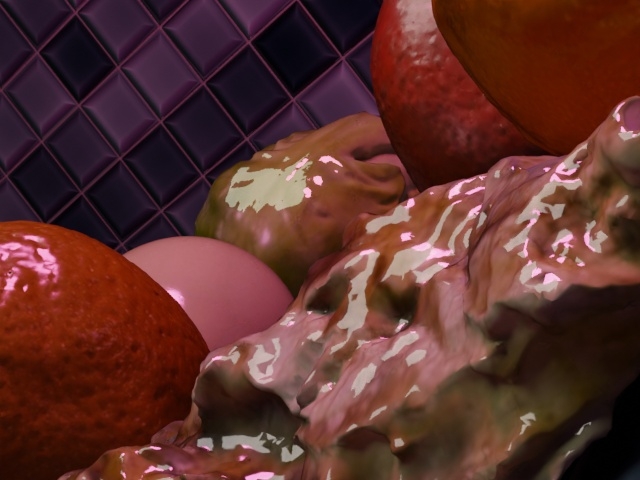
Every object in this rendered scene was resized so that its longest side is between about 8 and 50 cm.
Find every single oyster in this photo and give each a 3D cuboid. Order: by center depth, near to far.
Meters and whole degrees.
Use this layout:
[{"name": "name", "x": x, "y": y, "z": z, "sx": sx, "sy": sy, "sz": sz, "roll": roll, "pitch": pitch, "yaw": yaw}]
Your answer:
[{"name": "oyster", "x": 0.026, "y": 0.055, "z": 0.546, "sx": 0.351, "sy": 0.114, "sz": 0.238, "roll": -36, "pitch": 2, "yaw": 43}]

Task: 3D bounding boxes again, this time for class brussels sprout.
[{"name": "brussels sprout", "x": 0.000, "y": 0.000, "z": 1.246, "sx": 0.244, "sy": 0.244, "sz": 0.244, "roll": -38, "pitch": 2, "yaw": 1}]

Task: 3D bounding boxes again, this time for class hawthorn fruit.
[{"name": "hawthorn fruit", "x": 0.116, "y": -0.110, "z": 0.882, "sx": 0.199, "sy": 0.251, "sz": 0.199, "roll": -45, "pitch": -10, "yaw": -10}]

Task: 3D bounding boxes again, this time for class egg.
[{"name": "egg", "x": -0.101, "y": 0.092, "z": 1.014, "sx": 0.186, "sy": 0.186, "sz": 0.241, "roll": -38, "pitch": 12, "yaw": 7}]

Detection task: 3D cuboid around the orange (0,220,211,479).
[{"name": "orange", "x": -0.179, "y": 0.117, "z": 0.777, "sx": 0.264, "sy": 0.264, "sz": 0.264, "roll": -38, "pitch": 2, "yaw": 1}]

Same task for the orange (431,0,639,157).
[{"name": "orange", "x": 0.177, "y": -0.151, "z": 0.637, "sx": 0.261, "sy": 0.261, "sz": 0.261, "roll": -38, "pitch": 2, "yaw": 1}]
